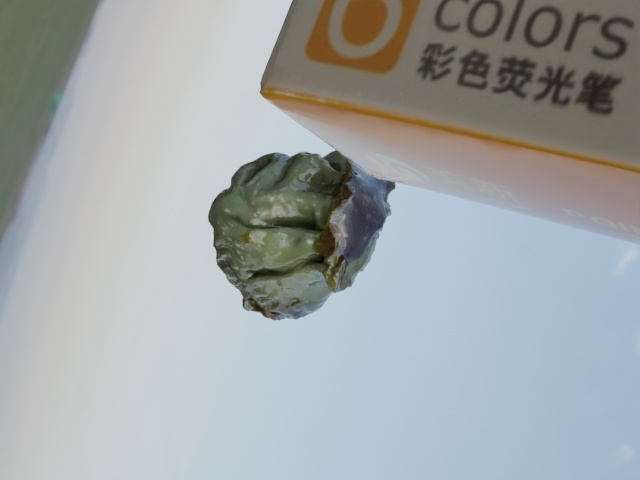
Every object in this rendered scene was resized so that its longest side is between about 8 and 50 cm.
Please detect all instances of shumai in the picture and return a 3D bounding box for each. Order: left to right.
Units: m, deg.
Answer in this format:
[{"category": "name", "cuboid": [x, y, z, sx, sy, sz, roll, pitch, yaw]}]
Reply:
[{"category": "shumai", "cuboid": [0.000, 0.005, 1.215, 0.142, 0.184, 0.184, 34, -76, 44]}]

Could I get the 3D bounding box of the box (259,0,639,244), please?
[{"category": "box", "cuboid": [0.138, -0.098, 0.364, 0.273, 0.091, 0.221, 14, -100, 35]}]
